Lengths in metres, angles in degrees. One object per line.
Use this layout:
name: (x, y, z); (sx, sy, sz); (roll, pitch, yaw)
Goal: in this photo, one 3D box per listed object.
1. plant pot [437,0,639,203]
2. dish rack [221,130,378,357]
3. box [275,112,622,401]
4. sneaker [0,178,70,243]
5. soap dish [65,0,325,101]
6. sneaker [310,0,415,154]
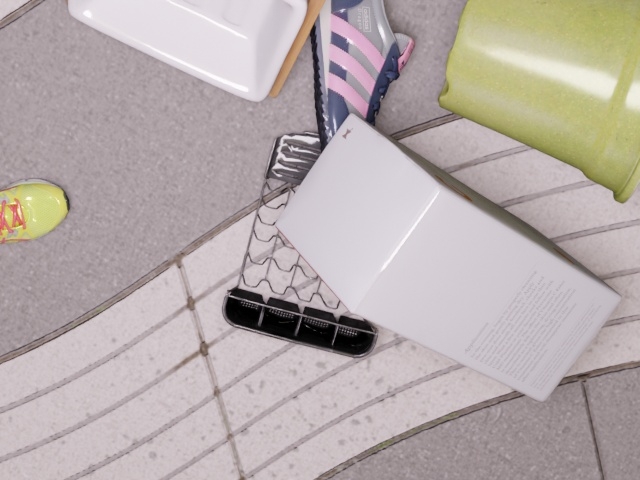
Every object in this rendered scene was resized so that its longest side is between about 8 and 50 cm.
plant pot: (0.286, -0.211, 1.312); (0.253, 0.276, 0.276); (17, 102, 7)
dish rack: (0.000, 0.000, 1.428); (0.208, 0.074, 0.272); (15, 101, -5)
box: (0.154, 0.025, 1.296); (0.345, 0.215, 0.168); (28, 102, -36)
sneaker: (-0.429, -0.024, 1.403); (0.208, 0.094, 0.082); (-13, 101, 0)
soap dish: (-0.146, -0.309, 1.288); (0.290, 0.229, 0.118); (24, 58, -7)
sneaker: (0.057, -0.203, 1.349); (0.131, 0.112, 0.319); (-3, 93, -5)
